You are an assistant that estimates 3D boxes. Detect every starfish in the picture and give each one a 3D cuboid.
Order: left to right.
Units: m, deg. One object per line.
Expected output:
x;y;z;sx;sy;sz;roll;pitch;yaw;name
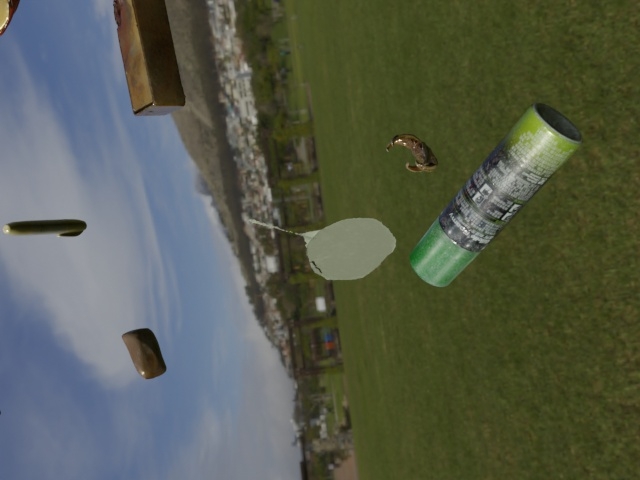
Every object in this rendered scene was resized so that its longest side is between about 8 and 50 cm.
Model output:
0.254;-0.240;1.838;0.146;0.074;0.190;45;179;-12;starfish

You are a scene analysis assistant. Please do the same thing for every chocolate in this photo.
-0.322;0.206;1.255;0.031;0.065;0.100;-42;67;37;chocolate

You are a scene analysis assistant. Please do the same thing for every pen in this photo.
-0.554;-0.023;1.373;0.233;0.032;0.040;-12;-76;-72;pen

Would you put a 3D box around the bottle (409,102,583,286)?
0.261;-0.060;1.057;0.330;0.093;0.093;-54;30;36;bottle

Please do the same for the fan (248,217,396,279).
0.000;-0.001;1.286;0.182;0.310;0.010;-51;36;32;fan

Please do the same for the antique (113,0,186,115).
-0.381;-0.435;1.480;0.093;0.087;0.309;-9;93;46;antique

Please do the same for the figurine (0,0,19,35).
-0.499;-0.364;0.914;0.208;0.181;0.257;57;-169;-41;figurine
